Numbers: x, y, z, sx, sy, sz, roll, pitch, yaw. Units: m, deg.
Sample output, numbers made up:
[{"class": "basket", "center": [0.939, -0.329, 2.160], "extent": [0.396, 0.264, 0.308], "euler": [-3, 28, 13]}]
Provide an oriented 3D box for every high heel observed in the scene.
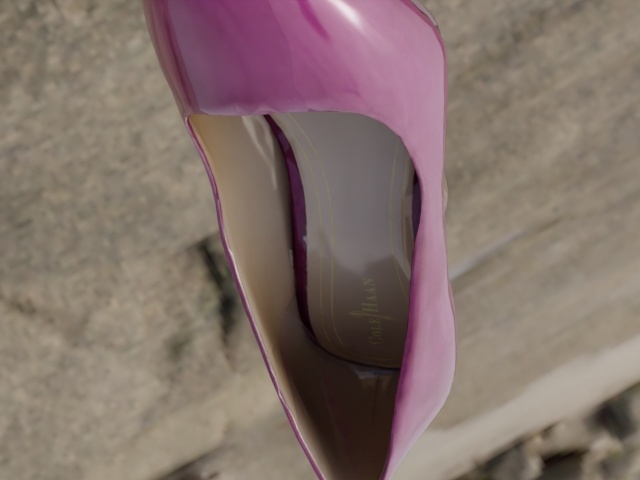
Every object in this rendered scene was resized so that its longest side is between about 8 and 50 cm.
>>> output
[{"class": "high heel", "center": [0.000, 0.000, 0.821], "extent": [0.127, 0.181, 0.377], "euler": [1, 159, 21]}]
